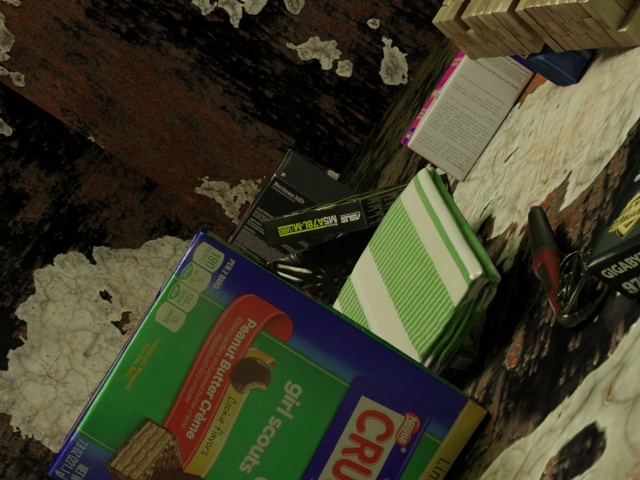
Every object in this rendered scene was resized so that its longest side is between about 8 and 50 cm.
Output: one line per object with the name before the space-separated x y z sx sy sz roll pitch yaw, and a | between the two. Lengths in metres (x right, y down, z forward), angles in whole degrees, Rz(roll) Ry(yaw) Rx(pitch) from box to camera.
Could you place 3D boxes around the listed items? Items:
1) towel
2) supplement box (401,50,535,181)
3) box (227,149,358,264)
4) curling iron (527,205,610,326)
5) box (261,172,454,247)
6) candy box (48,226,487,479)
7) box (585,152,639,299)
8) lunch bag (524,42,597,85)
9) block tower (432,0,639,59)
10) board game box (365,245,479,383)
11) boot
towel | 0.077 0.101 1.271 0.325 0.038 0.248 -62 26 25
supplement box | 0.240 -0.219 1.851 0.220 0.114 0.111 -58 7 5
box | 0.000 0.000 1.906 0.184 0.261 0.103 -52 8 36
curling iron | 0.228 0.014 1.075 0.068 0.035 0.274 -51 8 14
box | 0.049 -0.040 1.503 0.184 0.045 0.190 -8 7 43
candy box | -0.050 0.182 1.079 0.268 0.317 0.122 -58 7 2
box | 0.298 -0.061 0.825 0.175 0.051 0.220 -59 6 -22
lunch bag | 0.328 -0.255 1.529 0.065 0.067 0.098 -57 9 0
block tower | 0.287 -0.304 1.462 0.335 0.097 0.091 11 68 59
board game box | 0.110 0.067 1.297 0.136 0.030 0.260 -51 33 36
boot | 0.100 0.031 1.581 0.348 0.131 0.260 -5 7 42
